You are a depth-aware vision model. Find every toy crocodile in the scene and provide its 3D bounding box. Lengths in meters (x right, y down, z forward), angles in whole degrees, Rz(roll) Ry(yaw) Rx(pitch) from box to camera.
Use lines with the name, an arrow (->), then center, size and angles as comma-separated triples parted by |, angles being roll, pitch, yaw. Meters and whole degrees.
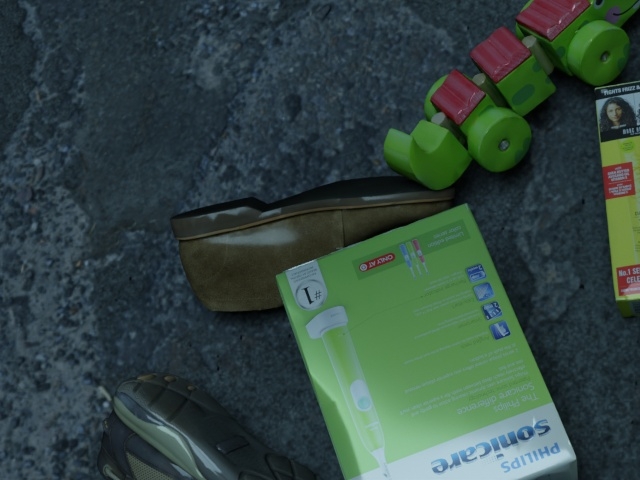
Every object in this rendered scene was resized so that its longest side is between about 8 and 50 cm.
toy crocodile -> 0.206, -0.179, 1.531 | 0.340, 0.105, 0.115 | -42, 43, 0

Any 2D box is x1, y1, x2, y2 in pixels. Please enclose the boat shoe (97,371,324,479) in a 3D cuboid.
boat shoe -> -0.081, 0.277, 1.479 | 0.355, 0.132, 0.130 | 38, 111, 24

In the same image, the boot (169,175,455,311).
boot -> 0.000, 0.000, 1.576 | 0.305, 0.112, 0.115 | -11, 97, 11

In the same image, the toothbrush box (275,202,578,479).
toothbrush box -> 0.102, 0.138, 1.437 | 0.206, 0.122, 0.283 | -22, 62, 1

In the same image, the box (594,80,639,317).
box -> 0.325, -0.044, 1.475 | 0.087, 0.058, 0.232 | -7, 67, 17
